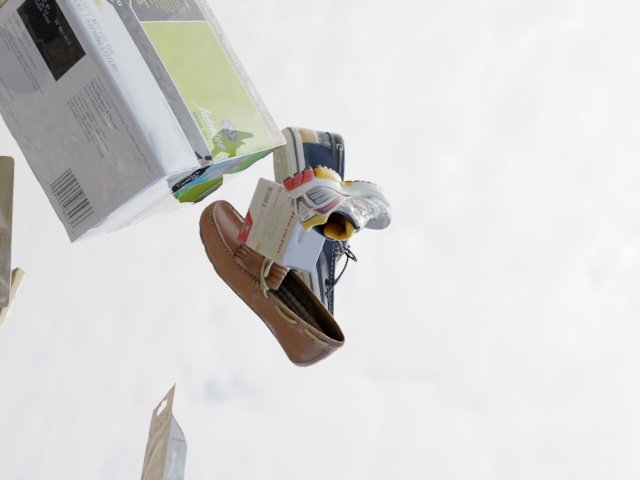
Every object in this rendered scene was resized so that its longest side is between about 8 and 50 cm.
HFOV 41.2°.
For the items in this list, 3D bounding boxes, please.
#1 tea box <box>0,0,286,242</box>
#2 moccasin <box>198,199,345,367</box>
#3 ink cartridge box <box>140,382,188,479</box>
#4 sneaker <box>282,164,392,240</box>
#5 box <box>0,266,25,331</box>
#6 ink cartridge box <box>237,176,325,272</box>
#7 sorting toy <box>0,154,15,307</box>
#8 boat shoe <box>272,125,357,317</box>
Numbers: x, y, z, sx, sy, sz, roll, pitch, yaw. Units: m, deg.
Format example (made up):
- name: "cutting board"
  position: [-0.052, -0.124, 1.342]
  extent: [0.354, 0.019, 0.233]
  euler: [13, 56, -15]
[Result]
- name: "tea box"
  position: [-0.278, -0.214, 1.276]
  extent: [0.220, 0.329, 0.323]
  euler: [-31, 177, 32]
- name: "moccasin"
  position: [-0.094, 0.075, 1.666]
  extent: [0.147, 0.380, 0.139]
  euler: [-36, 178, 37]
- name: "ink cartridge box"
  position: [-0.339, 0.451, 1.872]
  extent: [0.181, 0.056, 0.224]
  euler: [-49, -152, 46]
- name: "sneaker"
  position: [0.030, -0.036, 1.240]
  extent: [0.088, 0.225, 0.092]
  euler: [-27, -112, 33]
- name: "box"
  position: [-0.614, 0.146, 1.510]
  extent: [0.164, 0.021, 0.201]
  euler: [-26, -147, 18]
- name: "ink cartridge box"
  position: [-0.063, -0.028, 1.519]
  extent: [0.175, 0.072, 0.127]
  euler: [27, -83, 55]
- name: "sorting toy"
  position: [-0.654, -0.017, 1.441]
  extent: [0.089, 0.256, 0.257]
  euler: [172, -81, -73]
- name: "boat shoe"
  position: [0.000, 0.000, 1.826]
  extent: [0.187, 0.156, 0.499]
  euler: [-151, -126, -67]
